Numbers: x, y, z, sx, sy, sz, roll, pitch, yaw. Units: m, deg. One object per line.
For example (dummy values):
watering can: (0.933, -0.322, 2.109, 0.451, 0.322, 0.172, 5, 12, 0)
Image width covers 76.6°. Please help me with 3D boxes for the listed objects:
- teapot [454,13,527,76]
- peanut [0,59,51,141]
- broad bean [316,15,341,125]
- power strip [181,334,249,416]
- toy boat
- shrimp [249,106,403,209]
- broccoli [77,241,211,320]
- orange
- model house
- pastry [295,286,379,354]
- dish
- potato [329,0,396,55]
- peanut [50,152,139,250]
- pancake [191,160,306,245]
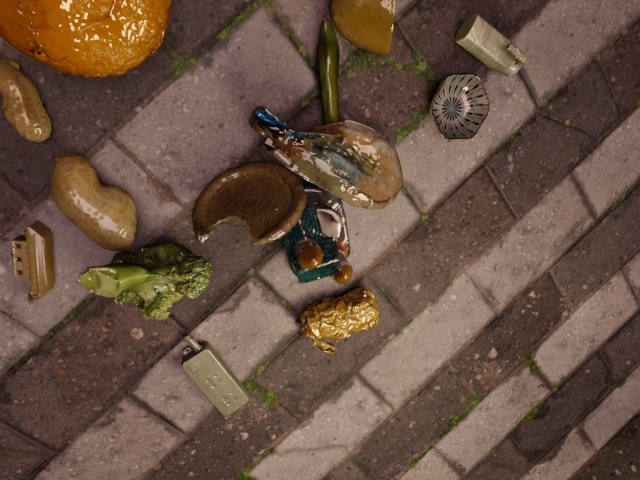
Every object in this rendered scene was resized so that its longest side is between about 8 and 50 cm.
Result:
teapot: (0.483, -0.538, 1.121, 0.200, 0.107, 0.077, 24, 95, -21)
peanut: (-0.650, -0.299, 0.876, 0.080, 0.080, 0.175, -18, 106, -11)
broad bean: (0.026, -0.399, 1.050, 0.075, 0.067, 0.325, -26, 121, -38)
power strip: (-0.317, 0.389, 1.182, 0.093, 0.053, 0.288, -33, 113, -5)
toy boat: (-0.692, 0.055, 0.974, 0.077, 0.057, 0.201, 3, 105, -12)
shrimp: (0.033, -0.225, 1.031, 0.445, 0.110, 0.221, 19, 79, -23)
broccoli: (-0.385, 0.107, 0.950, 0.253, 0.302, 0.186, -4, 102, -18)
orange: (-0.456, -0.489, 0.746, 0.340, 0.340, 0.293, -44, 75, 0)
model house: (0.000, 0.000, 1.040, 0.190, 0.301, 0.272, -13, 109, -5)
pastry: (0.055, 0.241, 1.221, 0.249, 0.102, 0.154, -18, 111, -13)
dish: (0.384, -0.380, 1.160, 0.190, 0.066, 0.191, -4, 105, -14)
potato: (0.101, -0.566, 0.982, 0.157, 0.178, 0.204, 5, 129, -2)
peanut: (-0.527, -0.087, 0.950, 0.253, 0.122, 0.137, 48, 64, -20)
pancake: (-0.180, -0.086, 0.980, 0.286, 0.288, 0.033, -37, 144, -10)
